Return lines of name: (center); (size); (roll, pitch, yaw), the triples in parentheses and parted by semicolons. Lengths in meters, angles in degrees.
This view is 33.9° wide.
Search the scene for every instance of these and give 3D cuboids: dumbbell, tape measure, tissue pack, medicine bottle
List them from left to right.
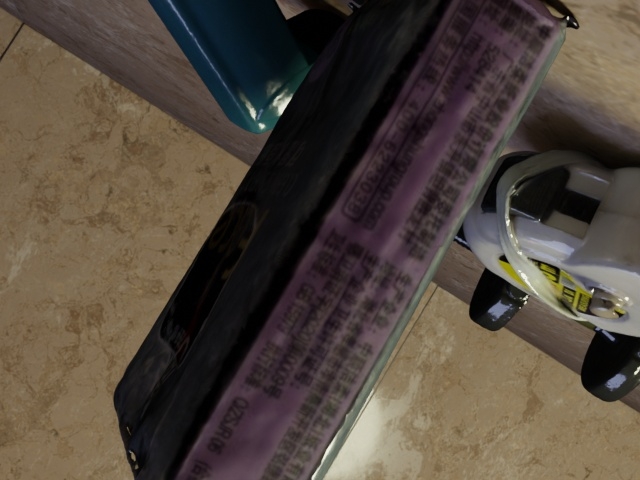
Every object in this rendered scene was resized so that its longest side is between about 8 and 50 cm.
medicine bottle: (-0.064, -0.188, 0.806); (0.079, 0.124, 0.258); (34, 167, 41)
tissue pack: (0.000, 0.000, 0.691); (0.122, 0.361, 0.259); (32, 177, -12)
dumbbell: (0.264, 0.066, 1.100); (0.325, 0.143, 0.143); (31, 176, -2)
tape measure: (0.212, 0.002, 0.844); (0.197, 0.120, 0.236); (24, 170, 16)
